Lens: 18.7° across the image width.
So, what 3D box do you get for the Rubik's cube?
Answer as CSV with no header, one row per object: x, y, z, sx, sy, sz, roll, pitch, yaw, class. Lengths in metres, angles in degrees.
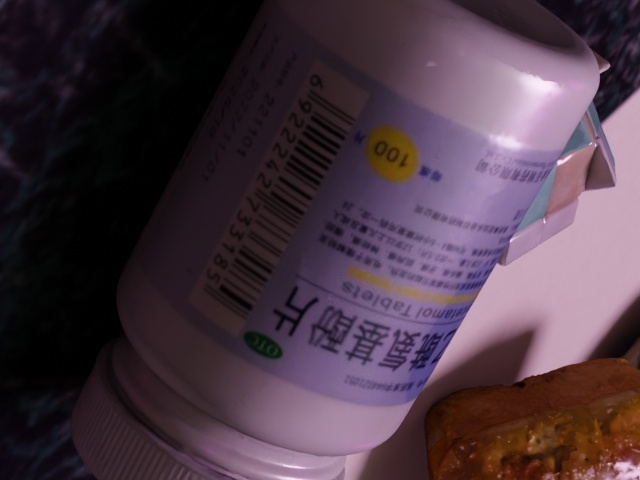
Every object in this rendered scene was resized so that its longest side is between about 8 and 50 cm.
0.074,-0.034,0.710,0.075,0.073,0.084,-40,149,-18,Rubik's cube

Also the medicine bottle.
0.000,0.000,0.609,0.103,0.103,0.187,1,123,-56,medicine bottle

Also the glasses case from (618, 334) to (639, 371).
0.125,0.205,1.043,0.425,0.098,0.156,-53,142,4,glasses case

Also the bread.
0.114,0.190,0.923,0.139,0.077,0.271,-12,117,-13,bread
